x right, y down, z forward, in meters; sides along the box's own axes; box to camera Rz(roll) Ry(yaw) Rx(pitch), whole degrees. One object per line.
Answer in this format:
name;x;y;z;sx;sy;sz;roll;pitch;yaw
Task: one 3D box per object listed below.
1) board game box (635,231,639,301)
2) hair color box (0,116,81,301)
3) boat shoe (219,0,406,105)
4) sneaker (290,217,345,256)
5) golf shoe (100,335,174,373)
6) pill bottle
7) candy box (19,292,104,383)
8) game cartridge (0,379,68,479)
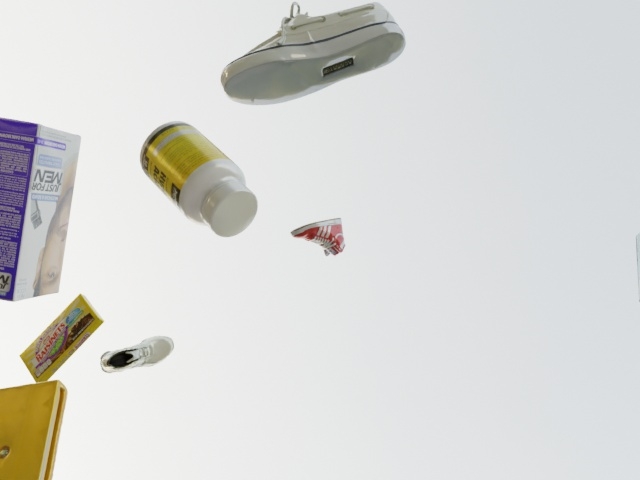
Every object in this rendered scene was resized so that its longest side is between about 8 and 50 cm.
board game box;0.557;-0.019;0.921;0.144;0.142;0.275;25;-45;-2
hair color box;-0.582;-0.060;1.408;0.110;0.185;0.339;11;-87;6
boat shoe;-0.030;-0.387;1.376;0.366;0.157;0.136;-20;-26;-5
sneaker;0.000;0.000;1.259;0.042;0.118;0.067;-15;-91;48
golf shoe;-0.424;0.271;1.663;0.176;0.086;0.069;-18;-92;-21
pill bottle;-0.107;-0.053;0.631;0.116;0.065;0.065;41;-57;36
candy box;-0.607;0.230;1.665;0.206;0.105;0.027;-47;-36;-5
game cartridge;-0.648;0.413;1.313;0.323;0.285;0.053;-10;-42;6
